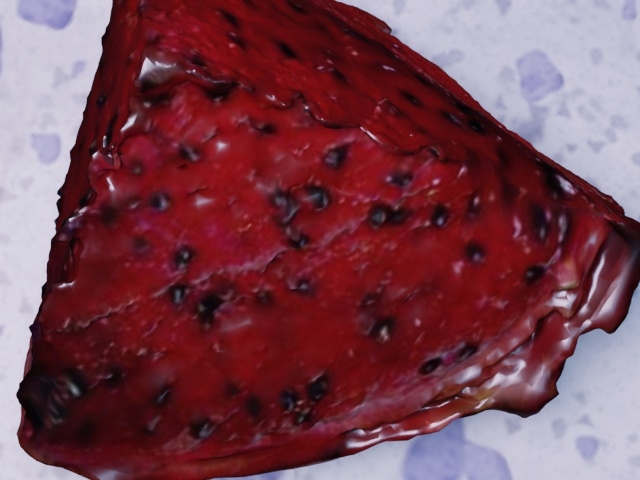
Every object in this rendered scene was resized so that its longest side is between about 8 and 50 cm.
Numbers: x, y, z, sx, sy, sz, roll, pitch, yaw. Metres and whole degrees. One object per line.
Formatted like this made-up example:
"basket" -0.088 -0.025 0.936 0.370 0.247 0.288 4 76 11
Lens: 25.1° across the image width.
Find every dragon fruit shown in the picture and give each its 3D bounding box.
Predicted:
"dragon fruit" -0.002 -0.005 0.860 0.329 0.228 0.286 11 117 -19
